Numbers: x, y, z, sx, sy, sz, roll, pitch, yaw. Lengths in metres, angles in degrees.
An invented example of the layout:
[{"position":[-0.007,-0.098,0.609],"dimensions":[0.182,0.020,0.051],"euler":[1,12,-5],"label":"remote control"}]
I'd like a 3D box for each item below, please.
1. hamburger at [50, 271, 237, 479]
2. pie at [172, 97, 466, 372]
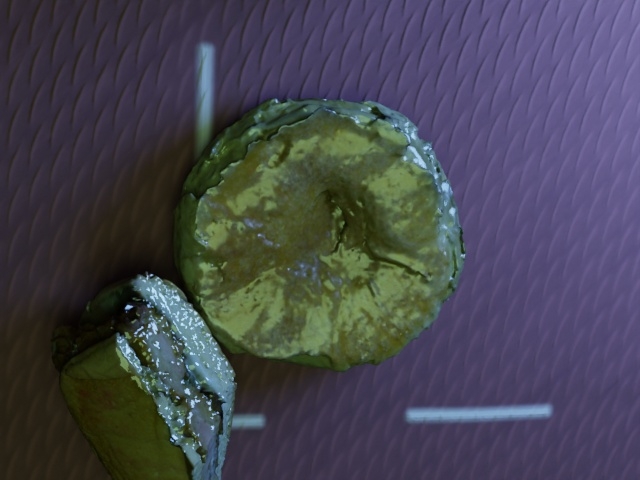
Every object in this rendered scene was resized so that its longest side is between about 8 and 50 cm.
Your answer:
[{"position":[-0.185,0.177,1.624],"dimensions":[0.245,0.155,0.282],"euler":[28,132,5],"label":"hamburger"},{"position":[0.000,0.000,1.653],"dimensions":[0.339,0.083,0.339],"euler":[-4,112,-10],"label":"pie"}]
